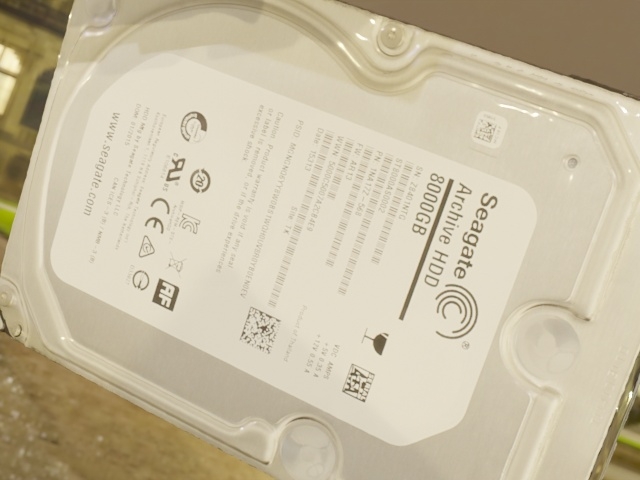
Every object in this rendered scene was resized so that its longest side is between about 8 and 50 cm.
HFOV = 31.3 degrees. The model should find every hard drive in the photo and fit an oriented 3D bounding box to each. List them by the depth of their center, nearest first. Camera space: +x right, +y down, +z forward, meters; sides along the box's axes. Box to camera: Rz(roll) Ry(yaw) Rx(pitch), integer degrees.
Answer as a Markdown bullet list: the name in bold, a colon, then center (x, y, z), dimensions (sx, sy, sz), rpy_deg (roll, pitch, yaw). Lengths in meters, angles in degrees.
- **hard drive**: center (0.000, 0.000, 0.575), dimensions (0.338, 0.237, 0.064), rpy_deg (24, 13, 21)
